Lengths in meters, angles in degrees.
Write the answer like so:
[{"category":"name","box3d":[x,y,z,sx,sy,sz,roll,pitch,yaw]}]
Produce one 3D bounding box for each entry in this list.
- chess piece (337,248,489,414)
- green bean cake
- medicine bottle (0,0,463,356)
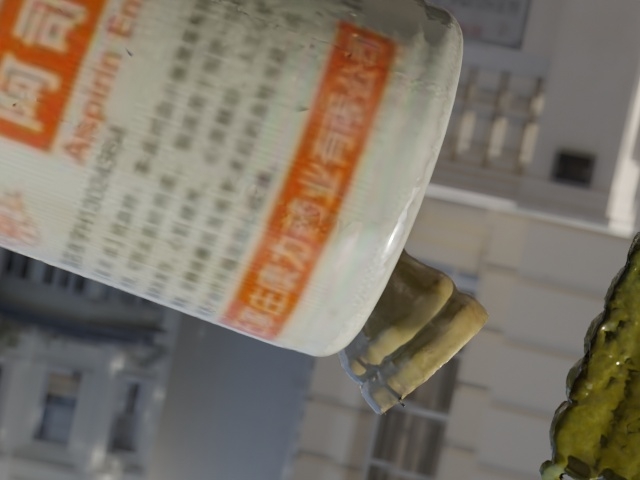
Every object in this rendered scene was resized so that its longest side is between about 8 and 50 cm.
[{"category":"chess piece","box3d":[0.000,0.000,1.469,0.301,0.137,0.137,47,-176,2]},{"category":"green bean cake","box3d":[0.381,0.149,1.639,0.285,0.310,0.202,27,180,6]},{"category":"medicine bottle","box3d":[-0.128,-0.091,0.922,0.371,0.211,0.211,21,-179,-7]}]
